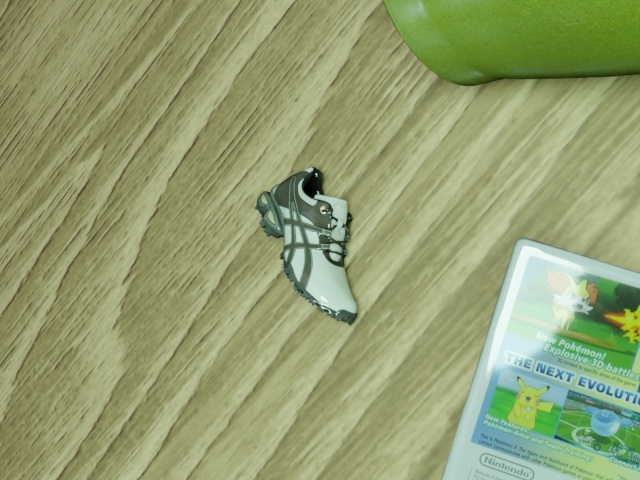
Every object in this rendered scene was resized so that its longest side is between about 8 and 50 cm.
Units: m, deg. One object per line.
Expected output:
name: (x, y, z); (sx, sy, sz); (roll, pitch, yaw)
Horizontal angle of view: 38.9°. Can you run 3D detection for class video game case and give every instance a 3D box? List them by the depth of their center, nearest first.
video game case: (0.269, 0.188, 0.710); (0.328, 0.036, 0.300); (18, 93, 11)

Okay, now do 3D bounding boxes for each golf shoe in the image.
golf shoe: (0.000, 0.000, 1.008); (0.094, 0.077, 0.198); (-41, 60, 18)

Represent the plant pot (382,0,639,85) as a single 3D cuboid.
plant pot: (0.242, -0.295, 0.791); (0.352, 0.366, 0.367); (-11, 71, 43)
